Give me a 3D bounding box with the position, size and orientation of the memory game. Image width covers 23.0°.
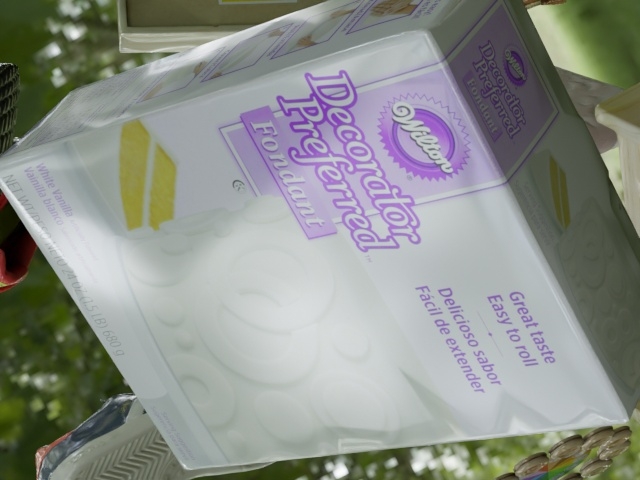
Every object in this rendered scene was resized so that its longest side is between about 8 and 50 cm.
[{"bbox_3d":[0.233,0.237,1.586,0.012,0.186,0.186,64,-170,25],"label":"memory game"}]

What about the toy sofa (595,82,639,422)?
[{"bbox_3d":[0.365,0.030,1.377,0.177,0.150,0.362,37,146,51],"label":"toy sofa"}]

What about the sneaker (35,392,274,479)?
[{"bbox_3d":[-0.166,0.209,1.796,0.148,0.350,0.131,23,127,57],"label":"sneaker"}]

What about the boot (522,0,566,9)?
[{"bbox_3d":[0.191,-0.195,1.095,0.109,0.220,0.283,66,-170,12],"label":"boot"}]

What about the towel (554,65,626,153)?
[{"bbox_3d":[0.142,-0.132,1.701,0.317,0.332,0.053,26,128,42],"label":"towel"}]

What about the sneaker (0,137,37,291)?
[{"bbox_3d":[-0.322,0.021,1.381,0.118,0.279,0.107,25,158,37],"label":"sneaker"}]

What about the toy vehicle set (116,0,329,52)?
[{"bbox_3d":[-0.065,-0.263,1.516,0.035,0.267,0.166,105,161,-64],"label":"toy vehicle set"}]

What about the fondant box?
[{"bbox_3d":[0.000,0.000,0.889,0.238,0.330,0.096,60,-138,-20],"label":"fondant box"}]

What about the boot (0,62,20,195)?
[{"bbox_3d":[-0.357,-0.085,1.135,0.338,0.222,0.118,-52,-28,-80],"label":"boot"}]
